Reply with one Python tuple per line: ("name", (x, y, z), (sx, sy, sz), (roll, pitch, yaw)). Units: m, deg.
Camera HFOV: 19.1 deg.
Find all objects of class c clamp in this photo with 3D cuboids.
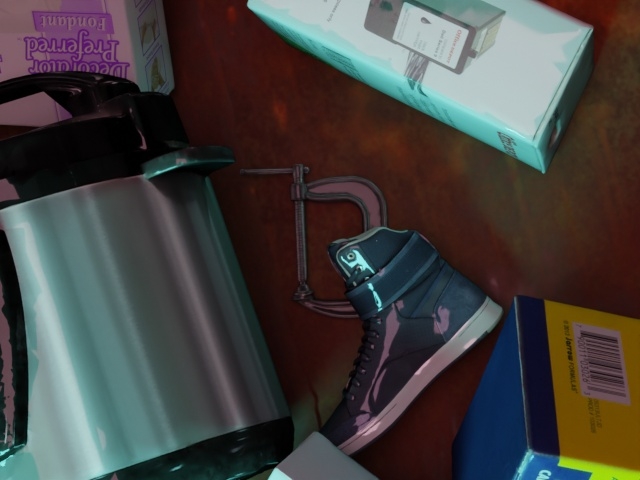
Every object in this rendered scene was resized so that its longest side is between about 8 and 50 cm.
("c clamp", (0.000, 0.000, 1.852), (0.137, 0.022, 0.160), (-8, 85, 3))

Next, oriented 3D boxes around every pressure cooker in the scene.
("pressure cooker", (-0.252, 0.065, 1.723), (0.370, 0.375, 0.420), (-16, 83, -16))

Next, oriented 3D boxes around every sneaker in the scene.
("sneaker", (0.037, 0.088, 1.789), (0.226, 0.086, 0.163), (-45, 98, -5))

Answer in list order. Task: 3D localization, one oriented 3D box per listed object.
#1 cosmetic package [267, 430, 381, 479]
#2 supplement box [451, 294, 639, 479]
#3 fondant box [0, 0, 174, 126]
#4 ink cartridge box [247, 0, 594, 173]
("cosmetic package", (0.010, 0.403, 1.709), (0.284, 0.097, 0.377), (34, 118, 11))
("supplement box", (0.309, 0.208, 1.608), (0.357, 0.195, 0.194), (11, 129, -8))
("fondant box", (-0.282, -0.268, 1.783), (0.238, 0.096, 0.330), (4, 126, 15))
("ink cartridge box", (0.101, -0.187, 1.749), (0.289, 0.211, 0.121), (27, 90, 10))
